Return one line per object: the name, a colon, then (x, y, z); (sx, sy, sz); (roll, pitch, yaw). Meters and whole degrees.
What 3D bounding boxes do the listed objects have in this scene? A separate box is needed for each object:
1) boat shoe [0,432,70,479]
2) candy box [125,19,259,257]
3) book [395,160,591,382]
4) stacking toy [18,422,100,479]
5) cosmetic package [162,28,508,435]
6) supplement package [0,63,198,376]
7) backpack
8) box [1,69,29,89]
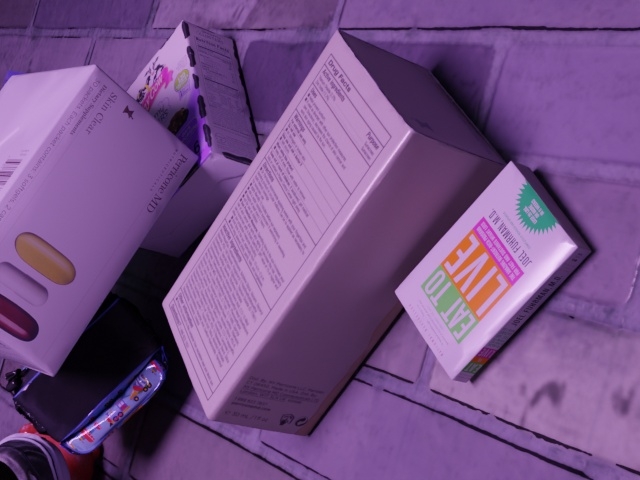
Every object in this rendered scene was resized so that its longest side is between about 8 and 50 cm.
boat shoe: (-0.285, 0.358, 1.143); (0.121, 0.119, 0.335); (-15, 85, 9)
candy box: (-0.151, -0.109, 1.280); (0.165, 0.070, 0.196); (-44, 45, 34)
book: (0.130, 0.025, 0.896); (0.144, 0.035, 0.096); (-52, 45, 25)
stacking toy: (-0.419, 0.252, 1.326); (0.279, 0.309, 0.130); (-18, 54, 60)
cosmetic package: (0.000, 0.000, 1.004); (0.309, 0.113, 0.160); (-54, 40, 23)
supplement package: (-0.285, -0.024, 1.171); (0.204, 0.145, 0.262); (6, 60, 53)
backpack: (-0.238, 0.134, 1.245); (0.158, 0.117, 0.173); (-44, 6, -8)
box: (-0.444, -0.153, 1.708); (0.105, 0.043, 0.179); (16, 91, 54)
